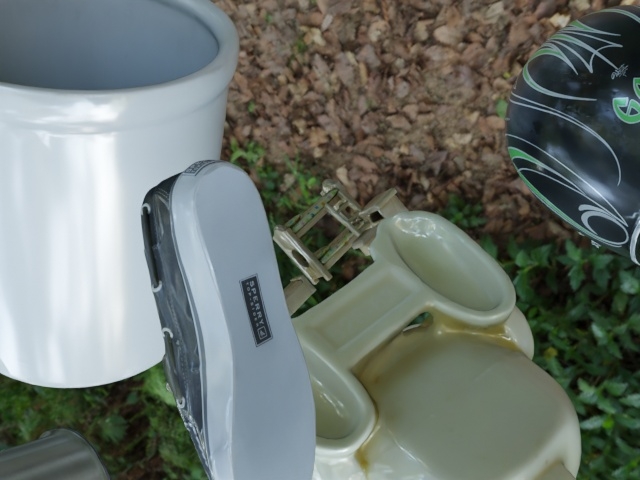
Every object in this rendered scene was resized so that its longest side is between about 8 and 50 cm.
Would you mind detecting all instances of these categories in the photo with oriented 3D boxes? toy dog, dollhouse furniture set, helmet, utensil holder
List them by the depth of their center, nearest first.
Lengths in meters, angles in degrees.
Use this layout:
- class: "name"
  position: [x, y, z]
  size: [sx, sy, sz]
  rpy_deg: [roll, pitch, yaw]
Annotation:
- class: "helmet"
  position: [0.212, -0.083, 0.488]
  size: [0.161, 0.169, 0.169]
  rpy_deg: [55, 152, 32]
- class: "toy dog"
  position: [0.121, 0.232, 0.732]
  size: [0.395, 0.284, 0.408]
  rpy_deg: [30, 147, 29]
- class: "utensil holder"
  position: [-0.274, -0.073, 0.782]
  size: [0.328, 0.327, 0.385]
  rpy_deg: [32, 132, 22]
- class: "dollhouse furniture set"
  position: [0.000, 0.000, 0.908]
  size: [0.101, 0.182, 0.161]
  rpy_deg: [49, 157, -7]

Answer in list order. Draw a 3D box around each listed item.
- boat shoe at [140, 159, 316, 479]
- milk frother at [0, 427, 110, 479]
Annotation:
- class: "boat shoe"
  position: [-0.065, 0.068, 0.419]
  size: [0.076, 0.080, 0.228]
  rpy_deg: [-8, 97, 39]
- class: "milk frother"
  position: [-0.200, 0.184, 0.362]
  size: [0.143, 0.135, 0.129]
  rpy_deg: [-22, 79, 35]
